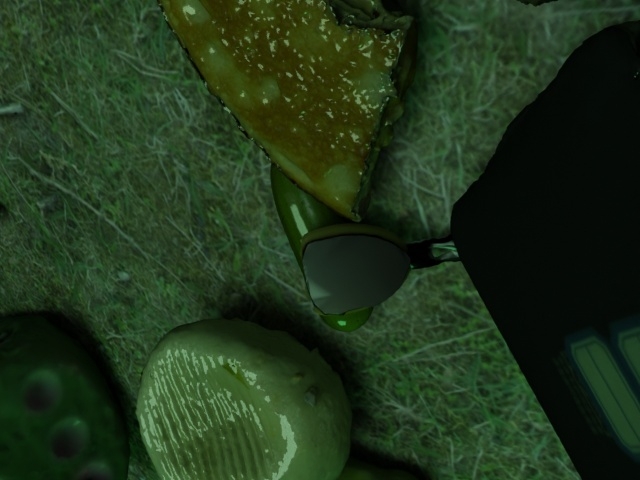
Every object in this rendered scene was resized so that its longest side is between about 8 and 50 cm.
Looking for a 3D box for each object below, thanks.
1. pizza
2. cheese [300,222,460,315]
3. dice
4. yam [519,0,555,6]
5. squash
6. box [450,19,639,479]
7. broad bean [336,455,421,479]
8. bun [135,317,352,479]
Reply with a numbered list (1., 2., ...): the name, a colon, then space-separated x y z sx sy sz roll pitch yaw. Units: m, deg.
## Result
1. pizza: -0.019 -0.178 0.609 0.323 0.089 0.223 51 138 -3
2. cheese: 0.065 0.018 0.659 0.163 0.036 0.086 -12 95 8
3. dice: -0.508 0.319 1.078 0.330 0.318 0.322 -9 111 39
4. yam: 0.165 -0.291 0.365 0.168 0.168 0.304 44 131 6
5. squash: 0.000 0.000 0.716 0.066 0.066 0.201 -18 98 40
6. box: 0.220 0.076 0.440 0.350 0.091 0.359 101 145 -71
7. broad bean: 0.062 0.318 0.848 0.174 0.082 0.124 4 116 44
8. bun: -0.082 0.210 0.826 0.259 0.160 0.259 1 93 26
